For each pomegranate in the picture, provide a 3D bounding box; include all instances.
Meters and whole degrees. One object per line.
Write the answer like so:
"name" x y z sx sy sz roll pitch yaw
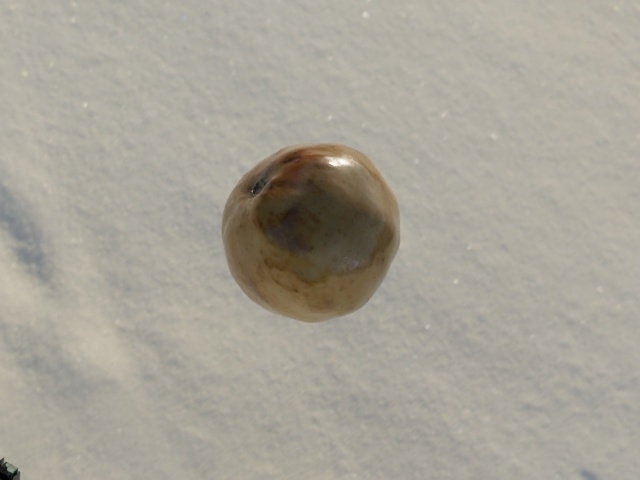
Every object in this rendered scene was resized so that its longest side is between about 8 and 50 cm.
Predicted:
"pomegranate" -0.008 -0.009 1.314 0.207 0.207 0.207 15 54 -21

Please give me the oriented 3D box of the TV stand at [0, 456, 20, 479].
"TV stand" -0.395 0.412 1.790 0.256 0.049 0.040 25 38 20
